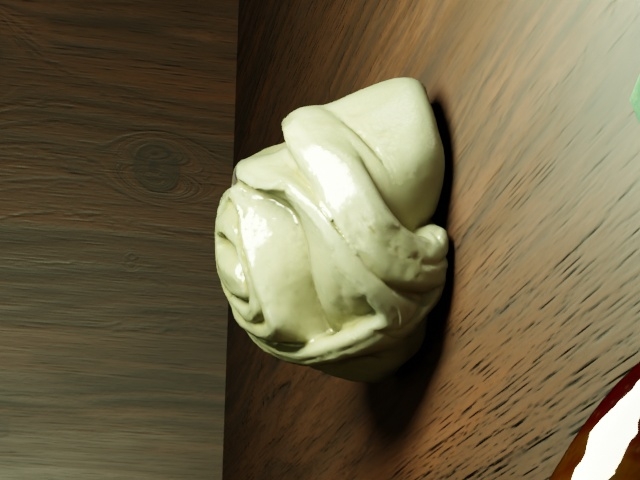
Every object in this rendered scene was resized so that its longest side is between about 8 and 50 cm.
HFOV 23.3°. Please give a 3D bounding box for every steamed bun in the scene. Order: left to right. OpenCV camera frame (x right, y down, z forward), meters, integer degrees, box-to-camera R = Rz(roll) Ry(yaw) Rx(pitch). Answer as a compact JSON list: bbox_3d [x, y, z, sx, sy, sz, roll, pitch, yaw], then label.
[{"bbox_3d":[0.000,0.000,1.880,0.368,0.255,0.343,108,161,-53],"label":"steamed bun"}]

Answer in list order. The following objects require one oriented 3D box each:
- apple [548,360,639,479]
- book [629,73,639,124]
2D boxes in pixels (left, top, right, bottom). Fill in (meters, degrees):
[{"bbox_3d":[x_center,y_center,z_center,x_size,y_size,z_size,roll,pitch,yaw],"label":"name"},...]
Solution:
[{"bbox_3d":[0.222,0.175,0.647,0.317,0.288,0.288,94,175,-60],"label":"apple"},{"bbox_3d":[0.269,-0.105,1.166,0.135,0.017,0.103,-98,16,-47],"label":"book"}]
